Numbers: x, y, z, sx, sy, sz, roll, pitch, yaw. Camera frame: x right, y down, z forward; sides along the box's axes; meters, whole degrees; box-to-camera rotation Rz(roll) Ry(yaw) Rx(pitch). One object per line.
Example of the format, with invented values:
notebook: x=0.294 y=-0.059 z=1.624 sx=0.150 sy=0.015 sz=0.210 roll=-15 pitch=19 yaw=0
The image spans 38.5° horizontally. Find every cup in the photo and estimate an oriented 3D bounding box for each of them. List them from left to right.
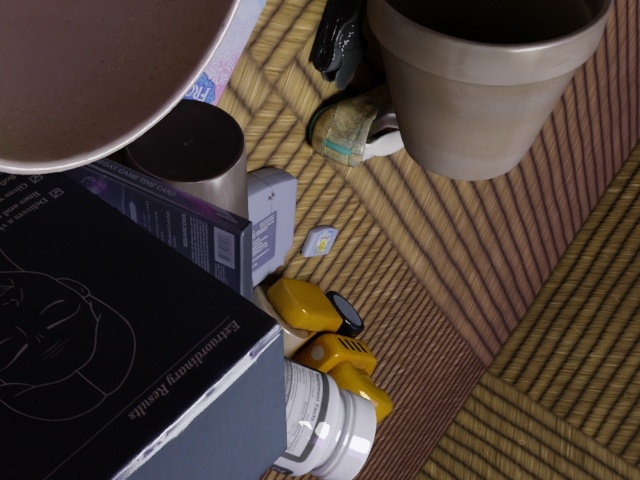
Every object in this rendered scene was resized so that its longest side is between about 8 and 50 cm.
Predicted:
cup: x=-0.237 y=-0.249 z=0.672 sx=0.331 sy=0.237 sz=0.331 roll=-41 pitch=150 yaw=-30

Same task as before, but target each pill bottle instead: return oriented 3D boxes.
pill bottle: x=-0.073 y=0.247 z=1.341 sx=0.283 sy=0.161 sz=0.161 roll=25 pitch=99 yaw=-19

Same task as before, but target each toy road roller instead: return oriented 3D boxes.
toy road roller: x=-0.021 y=0.217 z=1.510 sx=0.202 sy=0.241 sz=0.329 roll=-43 pitch=153 yaw=13

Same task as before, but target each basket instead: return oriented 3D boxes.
basket: x=-0.155 y=-0.035 z=1.048 sx=0.154 sy=0.204 sz=0.227 roll=-34 pitch=154 yaw=-31

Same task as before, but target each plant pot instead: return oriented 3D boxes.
plant pot: x=0.221 y=-0.248 z=1.299 sx=0.323 sy=0.323 sz=0.280 roll=-40 pitch=147 yaw=-32

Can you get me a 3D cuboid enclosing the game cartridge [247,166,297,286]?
game cartridge: x=-0.148 y=0.017 z=1.331 sx=0.294 sy=0.060 sz=0.196 roll=-36 pitch=150 yaw=-37

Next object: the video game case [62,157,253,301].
video game case: x=-0.194 y=0.007 z=0.985 sx=0.026 sy=0.274 sz=0.196 roll=-49 pitch=154 yaw=-40

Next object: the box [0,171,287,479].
box: x=-0.269 y=0.126 z=0.847 sx=0.293 sy=0.395 sz=0.212 roll=-40 pitch=149 yaw=-31

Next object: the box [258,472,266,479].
box: x=-0.226 y=0.355 z=1.391 sx=0.167 sy=0.203 sz=0.168 roll=-60 pitch=154 yaw=3

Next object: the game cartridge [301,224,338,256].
game cartridge: x=0.000 y=0.000 z=1.612 sx=0.083 sy=0.017 sz=0.056 roll=-8 pitch=122 yaw=-58

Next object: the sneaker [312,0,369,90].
sneaker: x=0.038 y=-0.296 z=1.320 sx=0.089 sy=0.051 sz=0.170 roll=-16 pitch=137 yaw=-54

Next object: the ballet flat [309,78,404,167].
ballet flat: x=0.126 y=-0.207 z=1.492 sx=0.348 sy=0.123 sz=0.123 roll=-33 pitch=145 yaw=-41

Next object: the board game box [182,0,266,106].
board game box: x=-0.163 y=-0.293 z=0.949 sx=0.318 sy=0.066 sz=0.318 roll=7 pitch=112 yaw=-62
